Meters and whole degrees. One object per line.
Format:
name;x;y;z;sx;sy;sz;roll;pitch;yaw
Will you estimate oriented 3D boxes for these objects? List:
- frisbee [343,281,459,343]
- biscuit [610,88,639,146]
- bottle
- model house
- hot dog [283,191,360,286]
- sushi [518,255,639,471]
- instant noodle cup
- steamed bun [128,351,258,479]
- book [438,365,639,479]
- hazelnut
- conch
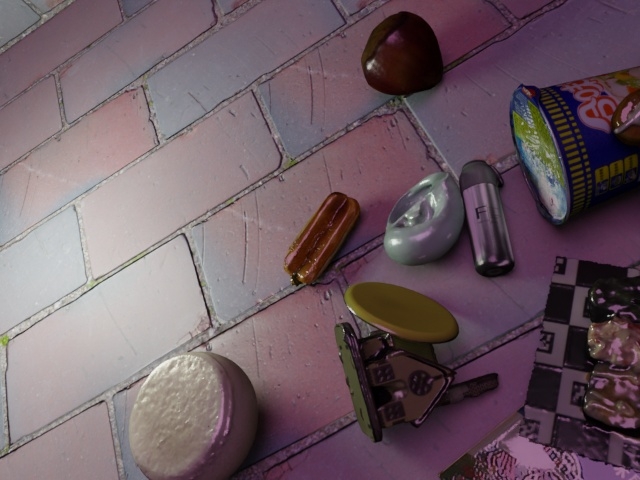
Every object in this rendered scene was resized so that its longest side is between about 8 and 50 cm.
frisbee;0.159;0.134;1.102;0.236;0.236;0.017;27;112;32
biscuit;0.704;-0.121;0.919;0.283;0.064;0.432;-38;91;-1
bottle;0.351;-0.050;1.181;0.096;0.079;0.254;-4;63;0
model house;0.184;0.228;1.075;0.278;0.205;0.218;-15;83;-9
hot dog;0.000;0.000;1.325;0.104;0.076;0.250;30;85;13
sushi;0.514;0.179;0.944;0.296;0.100;0.373;10;61;28
instant noodle cup;0.556;-0.206;1.062;0.312;0.284;0.284;-18;60;7
steamed bun;-0.252;0.382;1.192;0.283;0.177;0.283;-12;60;22
book;0.387;0.398;0.960;0.322;0.018;0.228;-43;51;6
hazelnut;0.209;-0.447;1.387;0.208;0.208;0.208;-10;63;20
conch;0.222;-0.043;1.210;0.185;0.121;0.221;25;75;41
